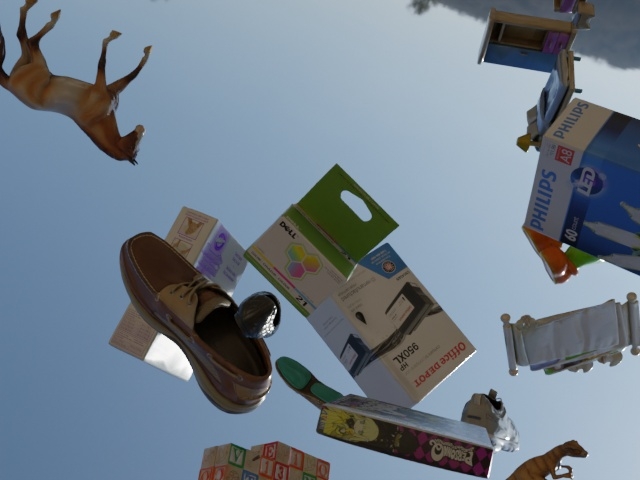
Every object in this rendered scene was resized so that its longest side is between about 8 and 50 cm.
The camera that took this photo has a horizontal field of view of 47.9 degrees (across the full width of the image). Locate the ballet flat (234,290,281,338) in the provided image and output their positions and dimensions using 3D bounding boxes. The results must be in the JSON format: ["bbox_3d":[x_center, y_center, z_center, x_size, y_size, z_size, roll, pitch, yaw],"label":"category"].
[{"bbox_3d":[-0.063,0.087,0.871,0.057,0.049,0.173,62,-176,1],"label":"ballet flat"}]

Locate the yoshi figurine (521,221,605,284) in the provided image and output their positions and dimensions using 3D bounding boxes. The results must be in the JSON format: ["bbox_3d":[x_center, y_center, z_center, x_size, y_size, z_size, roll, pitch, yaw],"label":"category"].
[{"bbox_3d":[0.601,-0.069,1.466,0.203,0.362,0.203,63,-170,5],"label":"yoshi figurine"}]

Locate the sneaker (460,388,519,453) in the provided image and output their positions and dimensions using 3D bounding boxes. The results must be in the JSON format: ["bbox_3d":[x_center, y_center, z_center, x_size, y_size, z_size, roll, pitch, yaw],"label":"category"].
[{"bbox_3d":[0.345,0.354,1.430,0.105,0.115,0.281,9,173,22],"label":"sneaker"}]

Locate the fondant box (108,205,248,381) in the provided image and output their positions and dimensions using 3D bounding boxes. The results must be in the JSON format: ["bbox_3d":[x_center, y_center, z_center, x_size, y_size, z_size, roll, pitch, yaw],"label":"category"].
[{"bbox_3d":[-0.296,0.123,1.583,0.096,0.330,0.238,20,165,20],"label":"fondant box"}]

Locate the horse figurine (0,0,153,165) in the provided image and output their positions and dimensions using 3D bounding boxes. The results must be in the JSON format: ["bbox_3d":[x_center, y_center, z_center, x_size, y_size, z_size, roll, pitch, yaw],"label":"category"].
[{"bbox_3d":[-0.362,-0.232,1.027,0.263,0.174,0.066,18,-170,-21],"label":"horse figurine"}]

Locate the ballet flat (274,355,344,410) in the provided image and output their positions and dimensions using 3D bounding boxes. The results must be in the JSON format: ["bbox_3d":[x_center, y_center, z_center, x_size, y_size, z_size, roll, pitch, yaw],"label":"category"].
[{"bbox_3d":[-0.031,0.361,1.751,0.206,0.067,0.073,35,-131,21],"label":"ballet flat"}]

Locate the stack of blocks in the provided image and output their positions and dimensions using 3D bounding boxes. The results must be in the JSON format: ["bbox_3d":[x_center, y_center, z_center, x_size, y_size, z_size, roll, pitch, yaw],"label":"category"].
[{"bbox_3d":[-0.115,0.520,1.530,0.297,0.087,0.171,34,-132,-35],"label":"stack of blocks"}]

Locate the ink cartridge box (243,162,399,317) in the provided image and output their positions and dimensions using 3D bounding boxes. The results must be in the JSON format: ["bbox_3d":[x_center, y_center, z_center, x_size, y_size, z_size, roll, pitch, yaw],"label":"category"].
[{"bbox_3d":[0.000,0.000,1.454,0.189,0.255,0.097,45,-153,-3],"label":"ink cartridge box"}]

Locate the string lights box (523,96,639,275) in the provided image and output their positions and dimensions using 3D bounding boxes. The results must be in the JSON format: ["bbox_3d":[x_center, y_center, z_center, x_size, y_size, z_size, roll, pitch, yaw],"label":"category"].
[{"bbox_3d":[0.341,-0.028,0.699,0.260,0.133,0.077,27,-124,26],"label":"string lights box"}]

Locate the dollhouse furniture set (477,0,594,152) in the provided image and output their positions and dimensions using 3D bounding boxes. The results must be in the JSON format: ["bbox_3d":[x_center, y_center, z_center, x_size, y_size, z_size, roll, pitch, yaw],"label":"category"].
[{"bbox_3d":[0.462,-0.387,1.583,0.198,0.286,0.303,10,-124,4],"label":"dollhouse furniture set"}]

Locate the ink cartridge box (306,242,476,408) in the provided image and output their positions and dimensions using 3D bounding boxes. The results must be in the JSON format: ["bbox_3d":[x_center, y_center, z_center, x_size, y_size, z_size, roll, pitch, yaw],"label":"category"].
[{"bbox_3d":[0.186,0.244,1.965,0.285,0.166,0.395,-30,-104,-38],"label":"ink cartridge box"}]

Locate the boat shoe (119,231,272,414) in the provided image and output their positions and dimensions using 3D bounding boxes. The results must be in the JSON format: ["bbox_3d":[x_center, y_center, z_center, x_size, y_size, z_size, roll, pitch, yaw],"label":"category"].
[{"bbox_3d":[-0.177,0.104,1.079,0.324,0.116,0.123,48,-132,9],"label":"boat shoe"}]

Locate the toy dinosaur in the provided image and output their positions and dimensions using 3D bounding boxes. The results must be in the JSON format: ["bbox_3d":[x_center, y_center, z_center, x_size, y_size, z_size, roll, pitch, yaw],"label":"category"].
[{"bbox_3d":[0.325,0.375,1.135,0.112,0.211,0.064,49,-165,-18],"label":"toy dinosaur"}]

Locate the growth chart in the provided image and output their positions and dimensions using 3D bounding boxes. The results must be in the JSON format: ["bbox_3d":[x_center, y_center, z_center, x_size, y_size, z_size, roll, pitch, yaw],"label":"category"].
[{"bbox_3d":[0.413,0.162,1.178,0.237,0.172,0.021,-11,-141,1],"label":"growth chart"}]

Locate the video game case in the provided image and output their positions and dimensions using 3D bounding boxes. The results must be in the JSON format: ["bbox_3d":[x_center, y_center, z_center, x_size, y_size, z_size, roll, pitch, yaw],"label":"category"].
[{"bbox_3d":[0.117,0.252,0.957,0.210,0.041,0.232,12,174,13],"label":"video game case"}]
